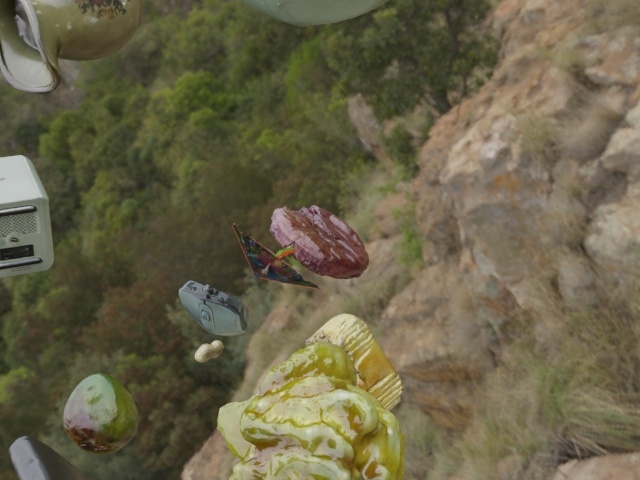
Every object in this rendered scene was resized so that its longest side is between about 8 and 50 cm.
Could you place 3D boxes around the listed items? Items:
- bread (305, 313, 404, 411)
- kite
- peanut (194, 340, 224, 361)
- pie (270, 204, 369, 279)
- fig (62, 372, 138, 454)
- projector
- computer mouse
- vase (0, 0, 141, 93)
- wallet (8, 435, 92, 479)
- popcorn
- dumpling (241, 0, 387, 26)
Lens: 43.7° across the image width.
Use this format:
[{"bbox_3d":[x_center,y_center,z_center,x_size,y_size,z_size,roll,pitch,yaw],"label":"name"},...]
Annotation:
[{"bbox_3d":[0.073,0.299,1.809,0.133,0.250,0.179,-35,17,-28],"label":"bread"},{"bbox_3d":[-0.084,0.038,1.378,0.010,0.190,0.159,-59,8,-35],"label":"kite"},{"bbox_3d":[-0.232,0.234,1.678,0.037,0.037,0.083,-23,-5,31],"label":"peanut"},{"bbox_3d":[0.000,0.000,1.556,0.204,0.218,0.054,50,117,34],"label":"pie"},{"bbox_3d":[-0.540,0.424,1.960,0.181,0.181,0.191,-23,63,31],"label":"fig"},{"bbox_3d":[-0.656,-0.057,1.663,0.163,0.177,0.242,-11,36,-27],"label":"projector"},{"bbox_3d":[-0.175,0.123,1.348,0.113,0.229,0.068,19,80,10],"label":"computer mouse"},{"bbox_3d":[-0.547,-0.497,1.597,0.240,0.329,0.302,-14,25,44],"label":"vase"},{"bbox_3d":[-0.238,0.352,0.871,0.051,0.197,0.377,-43,29,-13],"label":"wallet"},{"bbox_3d":[-0.013,0.308,1.290,0.290,0.321,0.326,105,-175,-67],"label":"popcorn"},{"bbox_3d":[-0.033,-0.355,0.916,0.270,0.320,0.212,11,77,42],"label":"dumpling"}]
